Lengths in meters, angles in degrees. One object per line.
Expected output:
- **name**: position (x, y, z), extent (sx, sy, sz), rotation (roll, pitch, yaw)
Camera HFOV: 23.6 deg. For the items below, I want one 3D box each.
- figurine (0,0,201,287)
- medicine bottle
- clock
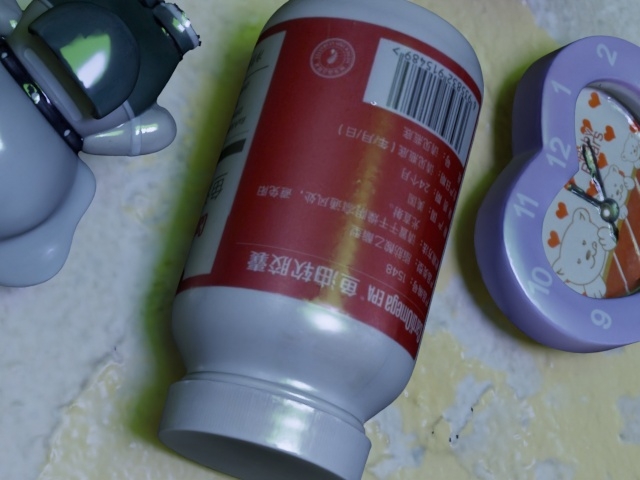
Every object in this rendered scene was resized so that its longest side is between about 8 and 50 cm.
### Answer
- **figurine**: position (-0.151, -0.060, 0.748), extent (0.192, 0.126, 0.147), rotation (-41, 110, -13)
- **medicine bottle**: position (0.000, 0.000, 0.809), extent (0.131, 0.131, 0.250), rotation (25, 69, -22)
- **clock**: position (0.178, -0.017, 0.947), extent (0.172, 0.064, 0.198), rotation (27, 68, -21)
